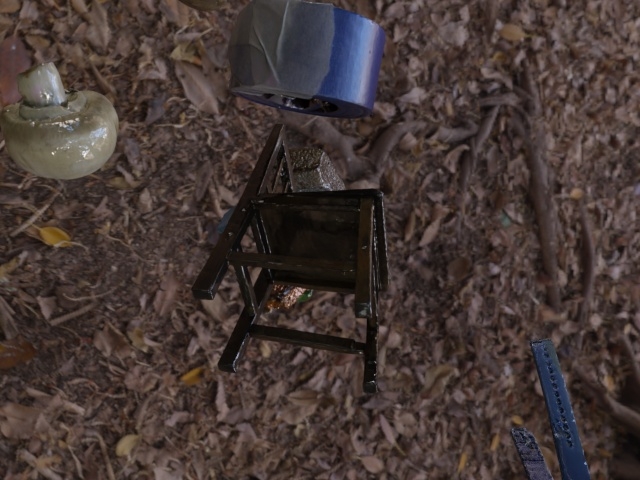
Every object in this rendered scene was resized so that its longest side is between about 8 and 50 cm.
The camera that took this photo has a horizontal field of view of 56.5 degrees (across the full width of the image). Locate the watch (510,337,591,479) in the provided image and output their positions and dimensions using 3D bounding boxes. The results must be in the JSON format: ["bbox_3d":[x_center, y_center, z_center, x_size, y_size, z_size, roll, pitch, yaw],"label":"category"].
[{"bbox_3d":[0.407,0.357,1.016,0.068,0.274,0.276,-4,126,2],"label":"watch"}]

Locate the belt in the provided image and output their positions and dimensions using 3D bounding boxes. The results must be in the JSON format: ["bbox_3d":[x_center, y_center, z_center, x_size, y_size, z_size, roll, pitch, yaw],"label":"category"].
[{"bbox_3d":[-0.020,-0.251,0.864,0.212,0.347,0.117,10,98,-3],"label":"belt"}]

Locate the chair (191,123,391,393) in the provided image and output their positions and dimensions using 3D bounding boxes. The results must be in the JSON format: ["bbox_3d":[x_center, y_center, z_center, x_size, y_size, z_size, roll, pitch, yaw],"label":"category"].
[{"bbox_3d":[0.000,0.000,0.939,0.416,0.240,0.203,-72,158,-46],"label":"chair"}]

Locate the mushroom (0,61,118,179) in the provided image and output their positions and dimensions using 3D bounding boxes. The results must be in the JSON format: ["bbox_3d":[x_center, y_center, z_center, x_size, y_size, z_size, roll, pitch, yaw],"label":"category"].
[{"bbox_3d":[-0.552,-0.261,1.255,0.254,0.260,0.234,-50,147,-50],"label":"mushroom"}]

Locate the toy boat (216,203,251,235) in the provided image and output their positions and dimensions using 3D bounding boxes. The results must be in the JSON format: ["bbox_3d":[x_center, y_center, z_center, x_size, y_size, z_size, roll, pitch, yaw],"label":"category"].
[{"bbox_3d":[-0.179,-0.047,1.462,0.077,0.185,0.075,37,55,-23],"label":"toy boat"}]

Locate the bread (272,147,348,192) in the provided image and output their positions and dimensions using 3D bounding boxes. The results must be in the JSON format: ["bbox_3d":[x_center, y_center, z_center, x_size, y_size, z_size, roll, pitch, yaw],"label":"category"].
[{"bbox_3d":[0.002,-0.142,1.905,0.416,0.165,0.113,52,43,-53],"label":"bread"}]

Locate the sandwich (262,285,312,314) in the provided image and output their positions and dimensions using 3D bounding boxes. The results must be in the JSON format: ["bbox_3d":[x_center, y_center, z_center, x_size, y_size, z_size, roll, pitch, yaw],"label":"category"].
[{"bbox_3d":[-0.094,0.161,2.126,0.301,0.250,0.162,-36,131,-11],"label":"sandwich"}]

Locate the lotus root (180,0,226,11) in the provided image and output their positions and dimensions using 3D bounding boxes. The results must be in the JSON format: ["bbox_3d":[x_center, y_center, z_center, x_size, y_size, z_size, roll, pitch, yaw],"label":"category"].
[{"bbox_3d":[-0.378,-0.678,1.584,0.078,0.167,0.329,-57,163,19],"label":"lotus root"}]
